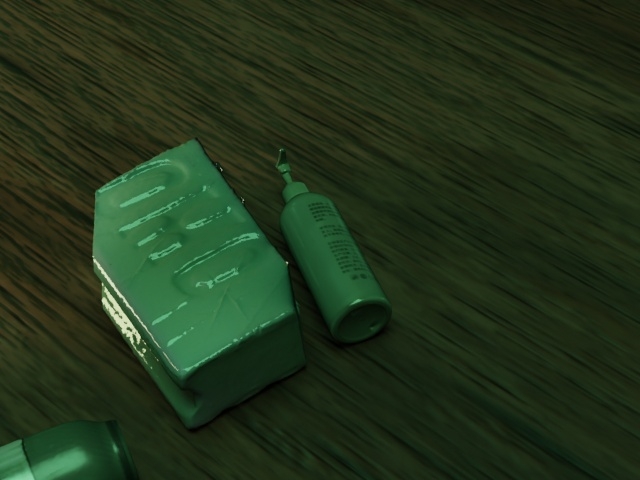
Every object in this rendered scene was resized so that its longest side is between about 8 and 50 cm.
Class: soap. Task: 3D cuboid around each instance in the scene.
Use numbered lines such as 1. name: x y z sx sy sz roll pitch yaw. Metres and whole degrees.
1. soap: -0.108 0.024 1.012 0.145 0.091 0.230 -28 53 -19

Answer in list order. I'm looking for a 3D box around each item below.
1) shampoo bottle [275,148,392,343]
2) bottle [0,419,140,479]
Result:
1. shampoo bottle: 0.000 0.000 1.048 0.056 0.056 0.195 -18 49 -11
2. bottle: -0.253 0.207 0.871 0.253 0.079 0.096 -21 77 -14
